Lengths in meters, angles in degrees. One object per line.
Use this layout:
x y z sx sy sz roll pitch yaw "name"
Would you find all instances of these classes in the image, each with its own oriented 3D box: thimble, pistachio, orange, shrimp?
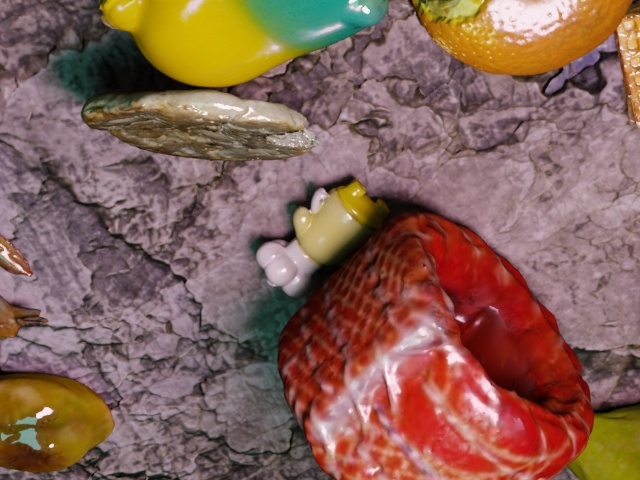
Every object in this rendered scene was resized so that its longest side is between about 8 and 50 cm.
0.126 0.152 2.020 0.230 0.350 0.350 -41 117 20 "thimble"
-0.334 0.209 2.154 0.189 0.100 0.110 11 126 -9 "pistachio"
0.220 -0.255 1.852 0.237 0.179 0.158 -34 107 8 "orange"
-0.390 0.047 2.074 0.187 0.051 0.132 26 117 -17 "shrimp"

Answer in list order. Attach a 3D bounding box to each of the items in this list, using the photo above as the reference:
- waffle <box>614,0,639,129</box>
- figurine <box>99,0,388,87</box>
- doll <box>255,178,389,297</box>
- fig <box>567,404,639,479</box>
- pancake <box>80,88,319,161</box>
0.371 -0.194 1.984 0.102 0.042 0.148 -14 123 6 "waffle"
-0.042 -0.273 1.785 0.340 0.231 0.323 -31 157 15 "figurine"
0.000 0.000 2.069 0.162 0.062 0.106 -40 118 18 "doll"
0.385 0.273 2.227 0.275 0.206 0.206 30 118 4 "fig"
-0.126 -0.121 1.907 0.253 0.253 0.037 7 82 -9 "pancake"
